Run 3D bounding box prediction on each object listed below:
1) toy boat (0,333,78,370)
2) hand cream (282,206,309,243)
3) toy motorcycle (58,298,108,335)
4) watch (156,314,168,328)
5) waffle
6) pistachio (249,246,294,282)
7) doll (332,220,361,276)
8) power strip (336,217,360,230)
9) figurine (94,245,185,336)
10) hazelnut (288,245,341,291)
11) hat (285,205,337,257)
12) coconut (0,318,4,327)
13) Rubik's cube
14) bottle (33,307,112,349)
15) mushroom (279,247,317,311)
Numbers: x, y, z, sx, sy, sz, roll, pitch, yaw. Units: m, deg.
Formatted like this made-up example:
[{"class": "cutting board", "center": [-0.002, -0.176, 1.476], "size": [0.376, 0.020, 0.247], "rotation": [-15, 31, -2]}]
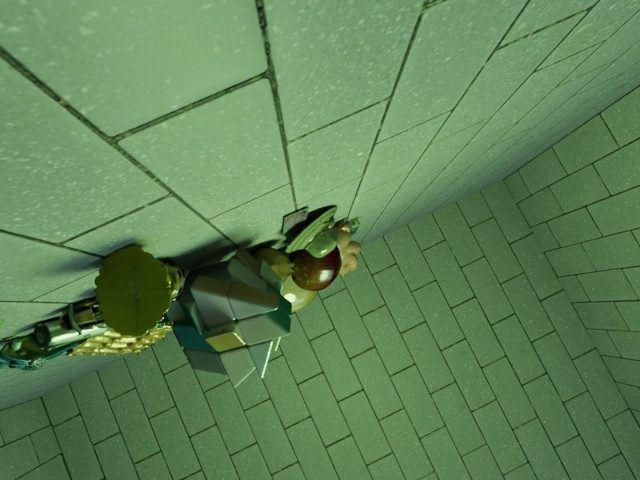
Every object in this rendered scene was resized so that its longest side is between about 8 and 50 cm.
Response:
[{"class": "toy boat", "center": [-0.825, 0.308, 1.310], "size": [0.098, 0.109, 0.238], "rotation": [-50, 167, 19]}, {"class": "hand cream", "center": [-0.089, -0.047, 1.495], "size": [0.079, 0.050, 0.275], "rotation": [-50, 173, -17]}, {"class": "toy motorcycle", "center": [-0.621, 0.205, 1.228], "size": [0.229, 0.094, 0.130], "rotation": [-16, 179, 28]}, {"class": "watch", "center": [-0.549, 0.204, 1.417], "size": [0.152, 0.165, 0.131], "rotation": [-2, -174, 29]}, {"class": "waffle", "center": [-0.744, 0.352, 1.654], "size": [0.348, 0.077, 0.304], "rotation": [-30, 152, 34]}, {"class": "pistachio", "center": [-0.232, 0.111, 1.687], "size": [0.213, 0.162, 0.260], "rotation": [10, 163, -41]}, {"class": "doll", "center": [0.073, 0.039, 2.011], "size": [0.201, 0.156, 0.303], "rotation": [-31, 140, -2]}, {"class": "power strip", "center": [0.121, -0.045, 2.142], "size": [0.118, 0.046, 0.270], "rotation": [-25, 172, -5]}, {"class": "figurine", "center": [-0.409, 0.110, 1.115], "size": [0.168, 0.187, 0.315], "rotation": [-30, -179, -1]}, {"class": "hazelnut", "center": [-0.026, 0.086, 1.783], "size": [0.217, 0.251, 0.217], "rotation": [4, -155, -2]}, {"class": "hat", "center": [0.000, 0.000, 1.587], "size": [0.252, 0.110, 0.252], "rotation": [-41, 174, -6]}, {"class": "coconut", "center": [-0.755, 0.201, 0.951], "size": [0.133, 0.055, 0.158], "rotation": [-29, 173, 36]}, {"class": "Rubik's cube", "center": [-0.274, 0.242, 1.418], "size": [0.368, 0.387, 0.358], "rotation": [-15, -158, 5]}, {"class": "bottle", "center": [-0.723, 0.258, 1.348], "size": [0.096, 0.079, 0.254], "rotation": [-14, 179, 30]}, {"class": "mushroom", "center": [-0.149, 0.162, 1.999], "size": [0.293, 0.292, 0.290], "rotation": [-22, -158, -26]}]
